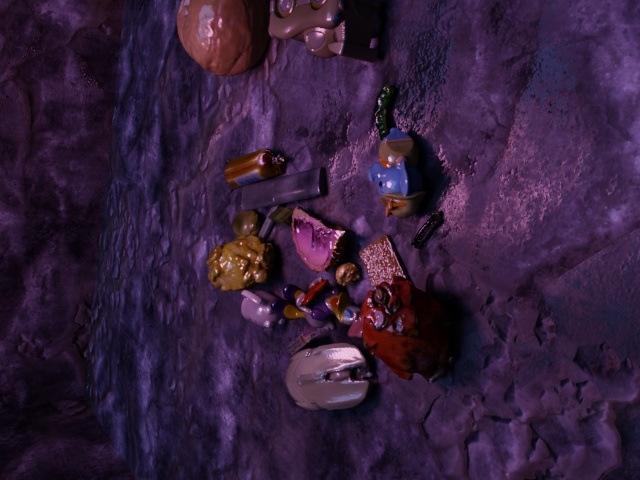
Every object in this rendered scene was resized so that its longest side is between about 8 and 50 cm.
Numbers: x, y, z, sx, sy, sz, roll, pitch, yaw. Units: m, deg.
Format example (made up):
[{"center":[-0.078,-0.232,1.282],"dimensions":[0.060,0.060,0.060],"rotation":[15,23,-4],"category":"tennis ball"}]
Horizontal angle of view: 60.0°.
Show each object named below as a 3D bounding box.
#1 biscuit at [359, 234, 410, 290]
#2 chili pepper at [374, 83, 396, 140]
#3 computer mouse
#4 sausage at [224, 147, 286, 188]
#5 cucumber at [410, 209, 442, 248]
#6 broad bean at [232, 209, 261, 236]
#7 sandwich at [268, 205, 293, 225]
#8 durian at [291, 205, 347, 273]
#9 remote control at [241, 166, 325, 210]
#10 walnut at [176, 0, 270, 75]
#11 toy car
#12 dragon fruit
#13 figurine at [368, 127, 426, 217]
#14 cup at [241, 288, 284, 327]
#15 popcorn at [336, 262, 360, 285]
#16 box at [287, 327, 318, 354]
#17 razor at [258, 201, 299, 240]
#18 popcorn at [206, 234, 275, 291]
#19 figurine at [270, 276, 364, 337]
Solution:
[{"center":[0.207,0.106,1.726],"dimensions":[0.131,0.025,0.231],"rotation":[-36,63,35],"category":"biscuit"},{"center":[0.194,-0.387,1.705],"dimensions":[0.073,0.050,0.182],"rotation":[-1,86,55],"category":"chili pepper"},{"center":[-0.001,0.473,1.898],"dimensions":[0.429,0.145,0.228],"rotation":[-22,73,46],"category":"computer mouse"},{"center":[-0.245,-0.293,2.160],"dimensions":[0.317,0.117,0.125],"rotation":[-10,99,46],"category":"sausage"},{"center":[0.307,-0.031,1.613],"dimensions":[0.135,0.033,0.034],"rotation":[-54,16,35],"category":"cucumber"},{"center":[-0.302,-0.070,2.244],"dimensions":[0.174,0.082,0.124],"rotation":[28,95,53],"category":"broad bean"},{"center":[-0.143,-0.066,2.033],"dimensions":[0.074,0.116,0.074],"rotation":[15,118,14],"category":"sandwich"},{"center":[-0.001,0.000,1.911],"dimensions":[0.341,0.112,0.191],"rotation":[29,122,53],"category":"durian"},{"center":[-0.144,-0.185,2.043],"dimensions":[0.377,0.044,0.107],"rotation":[-9,68,36],"category":"remote control"},{"center":[-0.371,-0.823,2.128],"dimensions":[0.381,0.381,0.381],"rotation":[3,93,48],"category":"walnut"},{"center":[0.015,-0.673,1.767],"dimensions":[0.336,0.242,0.226],"rotation":[8,100,46],"category":"toy car"},{"center":[0.245,0.246,1.546],"dimensions":[0.315,0.250,0.250],"rotation":[31,124,-5],"category":"dragon fruit"},{"center":[0.229,-0.190,1.632],"dimensions":[0.180,0.153,0.262],"rotation":[-46,41,49],"category":"figurine"},{"center":[-0.213,0.251,2.119],"dimensions":[0.142,0.134,0.174],"rotation":[19,126,45],"category":"cup"},{"center":[0.090,0.114,1.833],"dimensions":[0.082,0.083,0.057],"rotation":[-33,29,9],"category":"popcorn"},{"center":[-0.064,0.361,1.977],"dimensions":[0.041,0.050,0.207],"rotation":[55,152,9],"category":"box"},{"center":[-0.182,-0.096,2.139],"dimensions":[0.111,0.056,0.278],"rotation":[56,129,29],"category":"razor"},{"center":[-0.294,0.092,2.151],"dimensions":[0.250,0.242,0.235],"rotation":[-4,123,15],"category":"popcorn"},{"center":[0.018,0.232,1.855],"dimensions":[0.420,0.154,0.193],"rotation":[-10,121,52],"category":"figurine"}]
